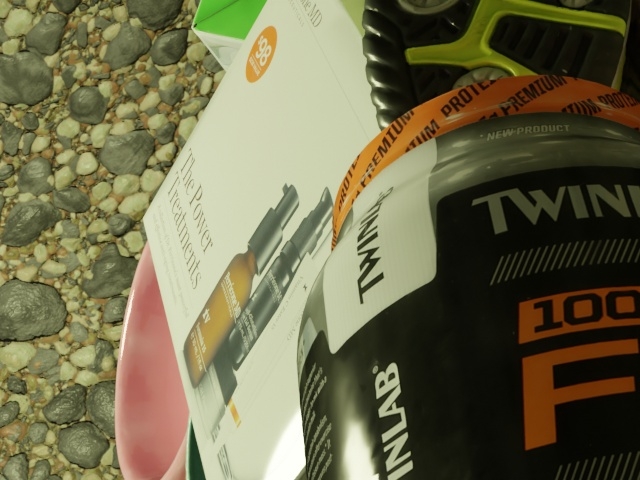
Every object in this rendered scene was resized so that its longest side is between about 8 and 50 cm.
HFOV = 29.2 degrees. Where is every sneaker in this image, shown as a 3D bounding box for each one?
[{"bbox_3d":[0.104,-0.135,0.719,0.147,0.145,0.384,70,-163,-45],"label":"sneaker"}]

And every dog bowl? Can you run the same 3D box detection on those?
[{"bbox_3d":[-0.112,0.126,1.371,0.408,0.150,0.408,-171,90,-66],"label":"dog bowl"}]

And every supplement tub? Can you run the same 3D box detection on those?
[{"bbox_3d":[0.093,0.100,0.423,0.193,0.194,0.316,88,176,-47],"label":"supplement tub"}]

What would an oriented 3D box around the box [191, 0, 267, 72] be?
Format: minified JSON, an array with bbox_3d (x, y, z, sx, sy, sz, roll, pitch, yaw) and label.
[{"bbox_3d":[0.001,-0.263,1.181,0.231,0.127,0.262,50,-122,-71],"label":"box"}]

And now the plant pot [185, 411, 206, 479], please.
[{"bbox_3d":[0.045,0.146,0.997,0.293,0.196,0.293,-34,47,47],"label":"plant pot"}]

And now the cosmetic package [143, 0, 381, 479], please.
[{"bbox_3d":[0.000,0.000,0.860,0.284,0.097,0.377,-55,34,24],"label":"cosmetic package"}]
